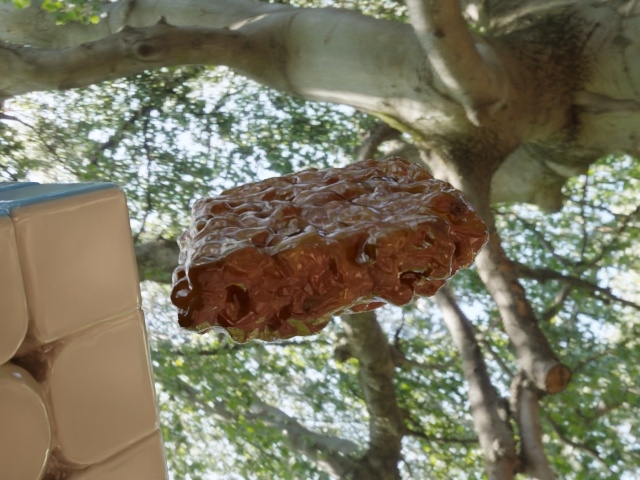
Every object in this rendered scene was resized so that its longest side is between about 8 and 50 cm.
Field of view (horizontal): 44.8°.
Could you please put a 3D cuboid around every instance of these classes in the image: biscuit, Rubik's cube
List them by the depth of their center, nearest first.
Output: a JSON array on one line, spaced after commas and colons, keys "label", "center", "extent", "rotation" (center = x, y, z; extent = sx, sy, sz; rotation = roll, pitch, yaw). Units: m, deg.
[{"label": "Rubik's cube", "center": [-0.317, 0.120, 0.551], "extent": [0.291, 0.290, 0.291], "rotation": [-24, -68, -51]}, {"label": "biscuit", "center": [0.000, 0.000, 0.811], "extent": [0.317, 0.312, 0.111], "rotation": [-9, -74, -5]}]
